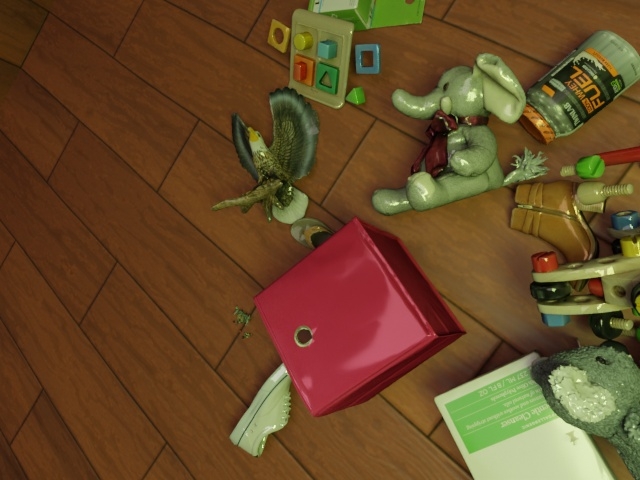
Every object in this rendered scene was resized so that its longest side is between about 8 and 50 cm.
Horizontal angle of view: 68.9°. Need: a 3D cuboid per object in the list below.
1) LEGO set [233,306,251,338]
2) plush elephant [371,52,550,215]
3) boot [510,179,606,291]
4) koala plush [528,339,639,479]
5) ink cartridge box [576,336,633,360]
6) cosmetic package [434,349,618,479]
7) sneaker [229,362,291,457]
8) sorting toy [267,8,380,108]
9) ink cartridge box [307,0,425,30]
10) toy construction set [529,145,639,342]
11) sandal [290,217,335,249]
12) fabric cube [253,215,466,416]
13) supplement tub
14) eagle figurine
[{"bbox_3d":[-0.194,0.204,1.172,0.054,0.023,0.083,-3,93,29],"label":"LEGO set"},{"bbox_3d":[0.246,-0.206,0.872,0.330,0.272,0.255,-16,93,-2],"label":"plush elephant"},{"bbox_3d":[0.427,-0.013,0.859,0.152,0.073,0.197,9,86,36],"label":"boot"},{"bbox_3d":[0.399,0.217,0.618,0.221,0.196,0.203,20,91,13],"label":"koala plush"},{"bbox_3d":[0.485,0.245,0.751,0.067,0.115,0.198,-24,72,22],"label":"ink cartridge box"},{"bbox_3d":[0.370,0.388,0.767,0.197,0.155,0.365,-33,67,16],"label":"cosmetic package"},{"bbox_3d":[-0.105,0.378,1.066,0.091,0.094,0.258,34,103,10],"label":"sneaker"},{"bbox_3d":[-0.013,-0.434,1.119,0.348,0.047,0.196,30,129,29],"label":"sorting toy"},{"bbox_3d":[0.117,-0.609,1.099,0.255,0.097,0.188,8,85,29],"label":"ink cartridge box"},{"bbox_3d":[0.474,0.007,0.662,0.237,0.258,0.308,179,97,-68],"label":"toy construction set"},{"bbox_3d":[0.000,0.000,1.085,0.180,0.049,0.072,35,98,28],"label":"sandal"},{"bbox_3d":[0.081,0.148,0.899,0.258,0.259,0.254,-38,65,17],"label":"fabric cube"},{"bbox_3d":[0.462,-0.272,0.850,0.190,0.117,0.117,-42,65,16],"label":"supplement tub"},{"bbox_3d":[-0.126,-0.206,1.135,0.226,0.225,0.298,11,48,-10],"label":"eagle figurine"}]
